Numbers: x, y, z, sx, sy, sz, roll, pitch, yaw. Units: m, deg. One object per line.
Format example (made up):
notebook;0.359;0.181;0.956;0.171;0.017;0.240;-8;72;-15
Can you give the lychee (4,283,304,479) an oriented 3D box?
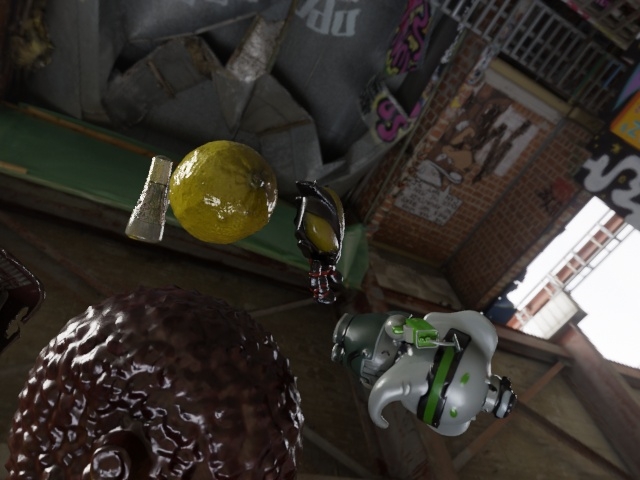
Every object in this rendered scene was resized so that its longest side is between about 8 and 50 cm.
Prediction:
lychee;-0.139;0.169;0.433;0.260;0.261;0.261;25;-152;-14

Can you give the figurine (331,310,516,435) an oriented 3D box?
figurine;0.105;0.134;0.495;0.192;0.147;0.126;15;-160;18

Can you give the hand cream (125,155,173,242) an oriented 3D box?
hand cream;-0.387;-0.098;1.096;0.083;0.203;0.084;14;179;0

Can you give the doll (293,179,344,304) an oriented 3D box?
doll;0.003;-0.001;0.823;0.088;0.249;0.127;-10;-144;-1

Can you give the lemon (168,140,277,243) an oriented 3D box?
lemon;-0.182;-0.091;0.896;0.192;0.231;0.192;16;-114;-41

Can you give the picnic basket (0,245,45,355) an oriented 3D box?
picnic basket;-0.669;0.077;0.825;0.297;0.129;0.223;53;-127;-35
